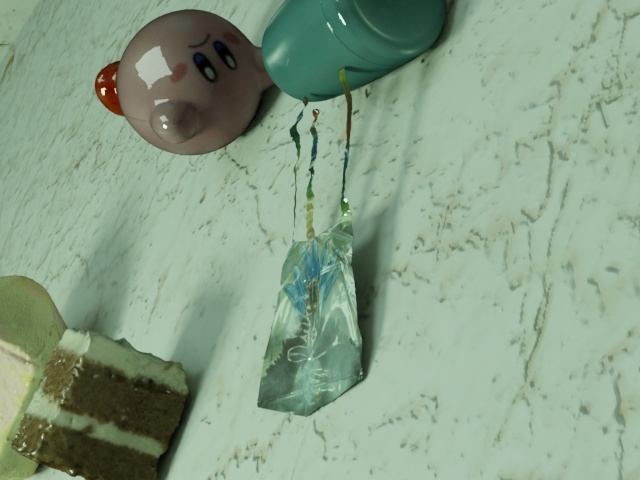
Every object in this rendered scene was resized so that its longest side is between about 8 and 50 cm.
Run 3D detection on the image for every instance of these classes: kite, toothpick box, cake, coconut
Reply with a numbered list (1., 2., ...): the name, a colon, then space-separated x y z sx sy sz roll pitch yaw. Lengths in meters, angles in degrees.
1. kite: 0.002 0.000 1.121 0.169 0.015 0.310 -18 64 58
2. toothpick box: 0.023 -0.200 1.190 0.184 0.120 0.120 -23 48 59
3. cake: -0.224 0.173 1.314 0.134 0.135 0.147 -7 62 64
4. coconut: -0.418 0.160 1.608 0.245 0.233 0.233 -67 25 3

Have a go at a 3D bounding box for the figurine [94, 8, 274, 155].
1. figurine: -0.146 -0.177 1.448 0.173 0.173 0.173 -44 32 38
